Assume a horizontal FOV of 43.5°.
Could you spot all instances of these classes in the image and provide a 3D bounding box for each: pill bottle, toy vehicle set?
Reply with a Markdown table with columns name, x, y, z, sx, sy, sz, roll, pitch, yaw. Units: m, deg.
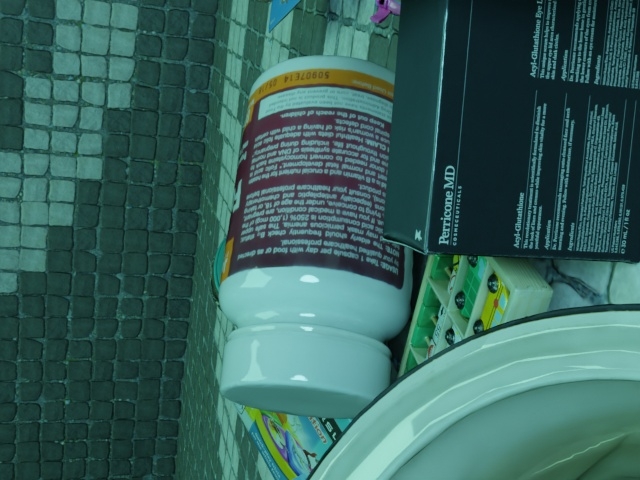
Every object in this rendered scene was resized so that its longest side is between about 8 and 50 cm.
| name | x | y | z | sx | sy | sz | roll | pitch | yaw |
| --- | --- | --- | --- | --- | --- | --- | --- | --- | --- |
| pill bottle | 0.000 | 0.000 | 0.958 | 0.224 | 0.224 | 0.391 | 131 | 149 | -63 |
| toy vehicle set | 0.133 | 0.112 | 0.770 | 0.166 | 0.035 | 0.266 | -114 | 29 | -57 |

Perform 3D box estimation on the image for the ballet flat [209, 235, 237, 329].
| name | x | y | z | sx | sy | sz | roll | pitch | yaw |
| --- | --- | --- | --- | --- | --- | --- | --- | --- | --- |
| ballet flat | -0.109 | 0.148 | 1.537 | 0.483 | 0.164 | 0.181 | -128 | 28 | -61 |

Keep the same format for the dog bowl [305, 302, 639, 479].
| name | x | y | z | sx | sy | sz | roll | pitch | yaw |
| --- | --- | --- | --- | --- | --- | --- | --- | --- | --- |
| dog bowl | 0.155 | 0.243 | 0.366 | 0.408 | 0.150 | 0.407 | -18 | 59 | 32 |

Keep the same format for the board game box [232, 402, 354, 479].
| name | x | y | z | sx | sy | sz | roll | pitch | yaw |
| --- | --- | --- | --- | --- | --- | --- | --- | --- | --- |
| board game box | -0.015 | 0.246 | 1.154 | 0.253 | 0.079 | 0.336 | 56 | 148 | 22 |

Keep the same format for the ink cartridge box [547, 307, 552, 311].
| name | x | y | z | sx | sy | sz | roll | pitch | yaw |
| --- | --- | --- | --- | --- | --- | --- | --- | --- | --- |
| ink cartridge box | 0.179 | 0.173 | 0.752 | 0.223 | 0.045 | 0.223 | -108 | 26 | -51 |

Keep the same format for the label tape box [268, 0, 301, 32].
| name | x | y | z | sx | sy | sz | roll | pitch | yaw |
| --- | --- | --- | --- | --- | --- | --- | --- | --- | --- |
| label tape box | -0.003 | -0.531 | 1.333 | 0.241 | 0.106 | 0.333 | 180 | 92 | -72 |

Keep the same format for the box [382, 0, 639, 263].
| name | x | y | z | sx | sy | sz | roll | pitch | yaw |
| --- | --- | --- | --- | --- | --- | --- | --- | --- | --- |
| box | 0.157 | -0.119 | 0.631 | 0.103 | 0.185 | 0.261 | -161 | 74 | -72 |

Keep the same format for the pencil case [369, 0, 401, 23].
| name | x | y | z | sx | sy | sz | roll | pitch | yaw |
| --- | --- | --- | --- | --- | --- | --- | --- | --- | --- |
| pencil case | 0.128 | -0.359 | 0.906 | 0.104 | 0.105 | 0.236 | -118 | 35 | -59 |

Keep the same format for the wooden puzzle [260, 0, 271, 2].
| name | x | y | z | sx | sy | sz | roll | pitch | yaw |
| --- | --- | --- | --- | --- | --- | --- | --- | --- | --- |
| wooden puzzle | 0.117 | -0.318 | 0.528 | 0.348 | 0.080 | 0.322 | 2 | 58 | 46 |
